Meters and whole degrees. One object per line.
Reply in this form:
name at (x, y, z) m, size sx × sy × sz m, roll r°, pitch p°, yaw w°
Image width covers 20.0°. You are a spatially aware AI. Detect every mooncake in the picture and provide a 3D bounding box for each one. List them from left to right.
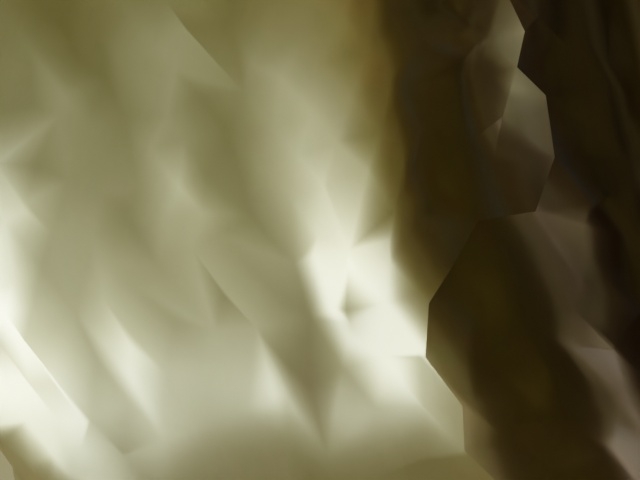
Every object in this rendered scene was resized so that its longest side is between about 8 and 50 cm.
mooncake at (0.109, -0.027, 0.521) m, size 0.394 × 0.393 × 0.246 m, roll -30°, pitch 3°, yaw -43°
